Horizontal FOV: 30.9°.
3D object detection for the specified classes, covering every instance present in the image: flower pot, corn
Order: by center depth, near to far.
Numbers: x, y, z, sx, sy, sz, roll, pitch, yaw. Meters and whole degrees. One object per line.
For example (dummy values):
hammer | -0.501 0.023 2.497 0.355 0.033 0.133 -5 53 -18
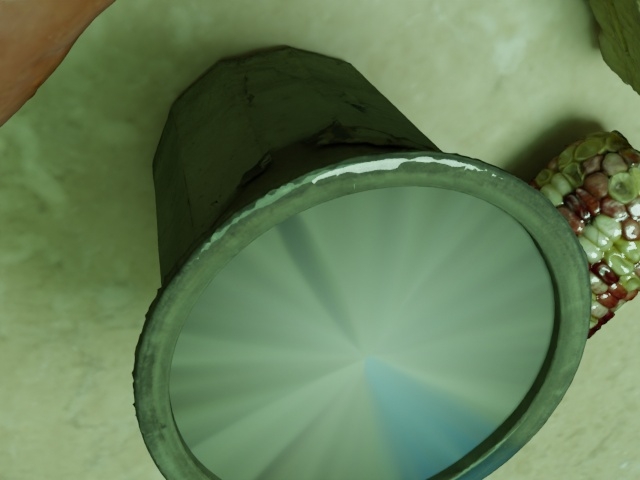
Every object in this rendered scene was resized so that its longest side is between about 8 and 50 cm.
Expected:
flower pot | 0.000 0.000 0.582 0.212 0.202 0.212 -9 128 -11
corn | 0.103 0.052 0.722 0.098 0.098 0.290 34 109 -34

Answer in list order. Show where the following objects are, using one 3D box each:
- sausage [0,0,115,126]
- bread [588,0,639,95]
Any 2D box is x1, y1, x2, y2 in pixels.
sausage | -0.149 -0.122 0.507 0.259 0.113 0.113 -41 126 11
bread | 0.227 -0.206 0.566 0.239 0.111 0.246 -28 128 1
